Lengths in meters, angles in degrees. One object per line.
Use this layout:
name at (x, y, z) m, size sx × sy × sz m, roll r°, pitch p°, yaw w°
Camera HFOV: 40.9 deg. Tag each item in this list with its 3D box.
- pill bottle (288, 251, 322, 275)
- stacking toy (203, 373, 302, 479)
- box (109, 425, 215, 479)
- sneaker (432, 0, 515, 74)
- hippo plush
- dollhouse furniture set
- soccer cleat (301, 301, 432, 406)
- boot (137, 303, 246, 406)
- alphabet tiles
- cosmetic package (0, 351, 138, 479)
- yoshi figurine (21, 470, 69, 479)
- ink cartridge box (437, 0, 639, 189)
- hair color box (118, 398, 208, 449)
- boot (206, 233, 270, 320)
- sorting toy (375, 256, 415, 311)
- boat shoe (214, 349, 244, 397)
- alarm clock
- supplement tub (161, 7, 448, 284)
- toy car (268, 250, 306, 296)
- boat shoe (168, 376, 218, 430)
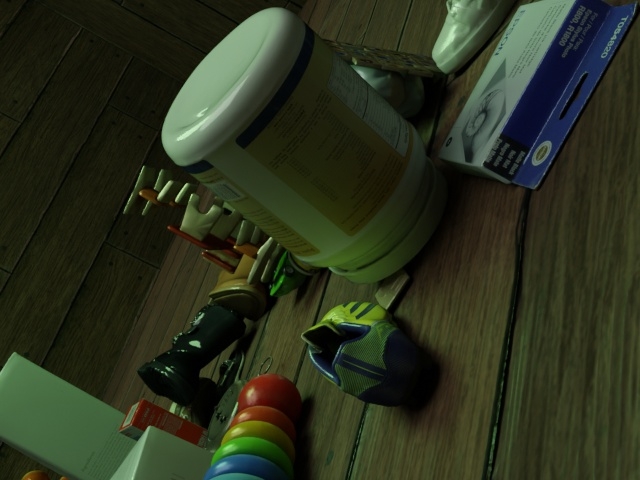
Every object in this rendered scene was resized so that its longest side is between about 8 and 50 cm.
pill bottle at (0.000, 0.000, 1.415) m, size 0.116 × 0.065 × 0.065 m, roll -51°, pitch 18°, yaw 38°
stacking toy at (-0.079, 0.287, 1.079) m, size 0.141 × 0.141 × 0.330 m, roll -54°, pitch 10°, yaw 29°
box at (-0.276, 0.481, 1.276) m, size 0.345 × 0.168 × 0.215 m, roll -52°, pitch 18°, yaw 32°
sneaker at (0.206, -0.392, 1.224) m, size 0.292 × 0.169 × 0.108 m, roll -56°, pitch 17°, yaw 28°
hippo plush at (0.026, -0.172, 1.381) m, size 0.234 × 0.294 × 0.236 m, roll 25°, pitch 111°, yaw 42°
dollhouse furniture set at (-0.191, -0.007, 1.525) m, size 0.135 × 0.262 × 0.259 m, roll -63°, pitch -11°, yaw 6°
soccer cleat at (0.030, 0.112, 0.982) m, size 0.289 × 0.121 × 0.093 m, roll -157°, pitch 88°, yaw -76°
boot at (-0.226, 0.203, 1.603) m, size 0.207 × 0.094 × 0.246 m, roll -42°, pitch 11°, yaw -22°
alphabet tiles at (0.098, -0.290, 1.362) m, size 0.237 × 0.198 × 0.009 m, roll -104°, pitch 23°, yaw -69°
cosmetic package at (-0.489, 0.391, 1.714) m, size 0.156 × 0.385 × 0.217 m, roll -60°, pitch 13°, yaw -22°
yoshi figurine at (-0.525, 0.654, 1.717) m, size 0.204 × 0.203 × 0.362 m, roll -24°, pitch 44°, yaw -11°
ink cartridge box at (0.233, -0.172, 0.969) m, size 0.223 × 0.045 × 0.224 m, roll -61°, pitch 15°, yaw 2°
hair color box at (-0.247, 0.332, 1.448) m, size 0.093 × 0.167 × 0.053 m, roll -38°, pitch 27°, yaw 58°
boot at (-0.137, 0.054, 1.758) m, size 0.220 × 0.109 × 0.283 m, roll -63°, pitch 7°, yaw -19°
sorting toy at (0.100, 0.049, 1.087) m, size 0.083 × 0.012 × 0.062 m, roll -58°, pitch 17°, yaw 14°
boat shoe at (-0.173, 0.247, 1.611) m, size 0.046 × 0.038 × 0.125 m, roll -52°, pitch 18°, yaw 35°
alarm clock at (-0.126, 0.270, 1.372) m, size 0.192 × 0.064 × 0.129 m, roll -61°, pitch 14°, yaw -9°
supplement tub at (-0.012, -0.108, 1.076) m, size 0.228 × 0.316 × 0.228 m, roll -36°, pitch 31°, yaw 26°
toy car at (-0.044, 0.022, 1.555) m, size 0.239 × 0.053 × 0.225 m, roll -51°, pitch 19°, yaw 40°
boat shoe at (-0.235, 0.359, 1.569) m, size 0.095 × 0.095 × 0.257 m, roll -6°, pitch 40°, yaw 30°
